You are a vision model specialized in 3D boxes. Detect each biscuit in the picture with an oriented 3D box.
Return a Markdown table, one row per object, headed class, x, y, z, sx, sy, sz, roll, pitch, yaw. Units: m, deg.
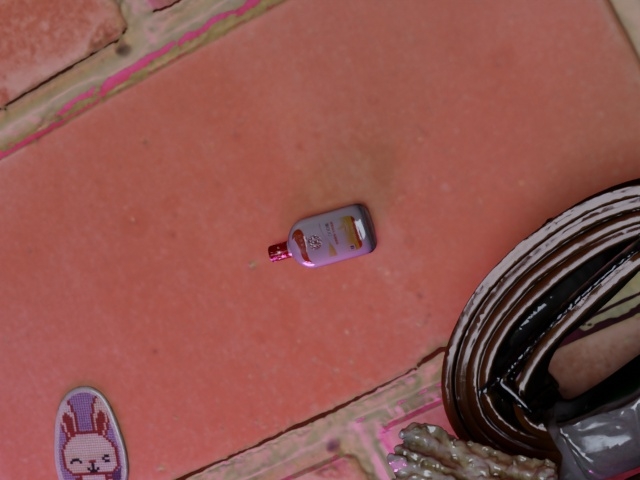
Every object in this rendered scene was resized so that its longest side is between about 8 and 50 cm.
| class | x | y | z | sx | sy | sz | roll | pitch | yaw |
| --- | --- | --- | --- | --- | --- | --- | --- | --- | --- |
| biscuit | 0.115 | 0.194 | 1.198 | 0.108 | 0.239 | 0.061 | 16 | 72 | 17 |

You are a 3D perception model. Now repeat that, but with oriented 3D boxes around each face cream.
| class | x | y | z | sx | sy | sz | roll | pitch | yaw |
| --- | --- | --- | --- | --- | --- | --- | --- | --- | --- |
| face cream | 0.000 | 0.000 | 1.295 | 0.083 | 0.021 | 0.040 | -16 | 96 | 19 |

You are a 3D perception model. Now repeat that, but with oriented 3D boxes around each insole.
| class | x | y | z | sx | sy | sz | roll | pitch | yaw |
| --- | --- | --- | --- | --- | --- | --- | --- | --- | --- |
| insole | -0.185 | 0.216 | 1.405 | 0.065 | 0.004 | 0.197 | -4 | 100 | 17 |

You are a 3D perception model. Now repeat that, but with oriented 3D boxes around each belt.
| class | x | y | z | sx | sy | sz | roll | pitch | yaw |
| --- | --- | --- | --- | --- | --- | --- | --- | --- | --- |
| belt | 0.210 | 0.064 | 1.205 | 0.184 | 0.105 | 0.261 | 46 | 107 | 5 |

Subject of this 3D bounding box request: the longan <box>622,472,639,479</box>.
| class | x | y | z | sx | sy | sz | roll | pitch | yaw |
| --- | --- | --- | --- | --- | --- | --- | --- | --- | --- |
| longan | 0.290 | 0.290 | 1.123 | 0.319 | 0.319 | 0.318 | 3 | 103 | 16 |
